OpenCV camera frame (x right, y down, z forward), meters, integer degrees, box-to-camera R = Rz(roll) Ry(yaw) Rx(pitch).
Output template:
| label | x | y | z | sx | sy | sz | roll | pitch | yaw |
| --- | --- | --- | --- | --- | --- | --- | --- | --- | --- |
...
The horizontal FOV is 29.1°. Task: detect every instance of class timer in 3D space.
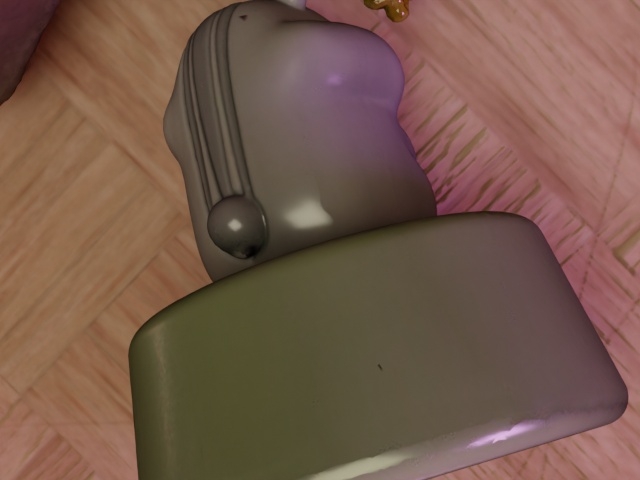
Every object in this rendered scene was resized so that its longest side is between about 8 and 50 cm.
| label | x | y | z | sx | sy | sz | roll | pitch | yaw |
| --- | --- | --- | --- | --- | --- | --- | --- | --- | --- |
| timer | 0.000 | 0.000 | 0.751 | 0.290 | 0.291 | 0.315 | -20 | 76 | 16 |

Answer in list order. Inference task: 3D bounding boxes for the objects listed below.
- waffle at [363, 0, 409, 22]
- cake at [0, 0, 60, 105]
| label | x | y | z | sx | sy | sz | roll | pitch | yaw |
| --- | --- | --- | --- | --- | --- | --- | --- | --- | --- |
| waffle | -0.007 | -0.293 | 0.760 | 0.293 | 0.069 | 0.260 | 26 | 106 | 9 |
| cake | -0.283 | -0.233 | 0.727 | 0.237 | 0.230 | 0.309 | 42 | 116 | 21 |
